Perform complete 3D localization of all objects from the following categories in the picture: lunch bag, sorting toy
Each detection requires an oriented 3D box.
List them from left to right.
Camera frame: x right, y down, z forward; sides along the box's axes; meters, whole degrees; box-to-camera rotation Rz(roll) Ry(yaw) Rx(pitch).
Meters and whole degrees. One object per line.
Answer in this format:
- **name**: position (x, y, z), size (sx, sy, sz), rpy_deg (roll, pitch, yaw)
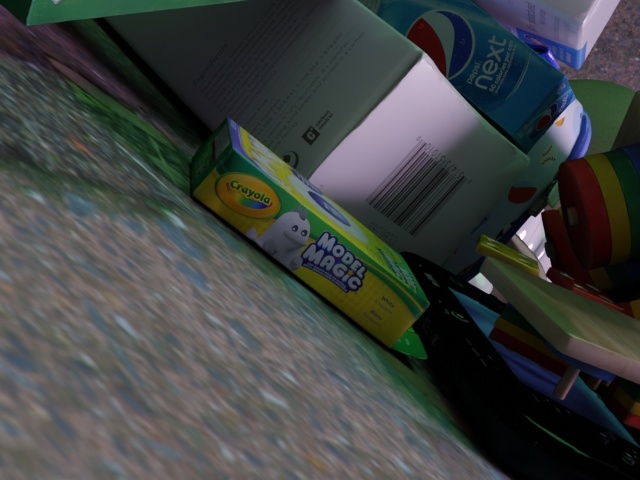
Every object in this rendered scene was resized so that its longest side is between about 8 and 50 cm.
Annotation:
- **lunch bag**: position (0.117, -0.109, 1.132), size (0.115, 0.243, 0.303), rpy_deg (33, 10, -43)
- **sorting toy**: position (0.167, 0.070, 0.720), size (0.132, 0.046, 0.274), rpy_deg (22, 13, -19)
- **sorting toy**: position (0.253, 0.046, 0.934), size (0.257, 0.089, 0.255), rpy_deg (77, 1, -71)

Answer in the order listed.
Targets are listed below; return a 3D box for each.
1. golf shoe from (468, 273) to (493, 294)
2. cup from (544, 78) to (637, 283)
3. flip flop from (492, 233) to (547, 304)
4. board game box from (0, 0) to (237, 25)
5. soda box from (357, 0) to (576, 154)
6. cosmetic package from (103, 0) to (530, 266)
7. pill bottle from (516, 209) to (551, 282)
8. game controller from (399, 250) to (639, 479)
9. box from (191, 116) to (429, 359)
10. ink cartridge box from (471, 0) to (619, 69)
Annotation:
- **golf shoe**: position (0.148, -0.029, 1.184), size (0.077, 0.094, 0.198), rpy_deg (6, 56, -24)
- **cup**: position (0.396, -0.052, 1.567), size (0.331, 0.331, 0.237), rpy_deg (39, 3, -11)
- **flip flop**: position (0.144, -0.011, 1.289), size (0.277, 0.112, 0.080), rpy_deg (46, 22, -1)
- **board game box**: position (-0.133, -0.225, 0.753), size (0.213, 0.046, 0.317), rpy_deg (38, 33, 21)
- **soda box**: position (0.118, -0.171, 0.992), size (0.210, 0.067, 0.071), rpy_deg (43, 7, 21)
- **cosmetic package**: position (-0.028, -0.150, 0.985), size (0.385, 0.156, 0.217), rpy_deg (48, 9, 36)
- **pill bottle**: position (0.179, -0.047, 1.420), size (0.272, 0.152, 0.152), rpy_deg (39, 8, -13)
- **game controller**: position (0.142, 0.094, 0.787), size (0.166, 0.067, 0.319), rpy_deg (38, 8, -18)
- **box**: position (0.000, 0.000, 0.720), size (0.179, 0.043, 0.105), rpy_deg (40, 8, -16)
- **ink cartridge box**: position (0.139, -0.301, 1.068), size (0.307, 0.129, 0.223), rpy_deg (31, 6, 11)
